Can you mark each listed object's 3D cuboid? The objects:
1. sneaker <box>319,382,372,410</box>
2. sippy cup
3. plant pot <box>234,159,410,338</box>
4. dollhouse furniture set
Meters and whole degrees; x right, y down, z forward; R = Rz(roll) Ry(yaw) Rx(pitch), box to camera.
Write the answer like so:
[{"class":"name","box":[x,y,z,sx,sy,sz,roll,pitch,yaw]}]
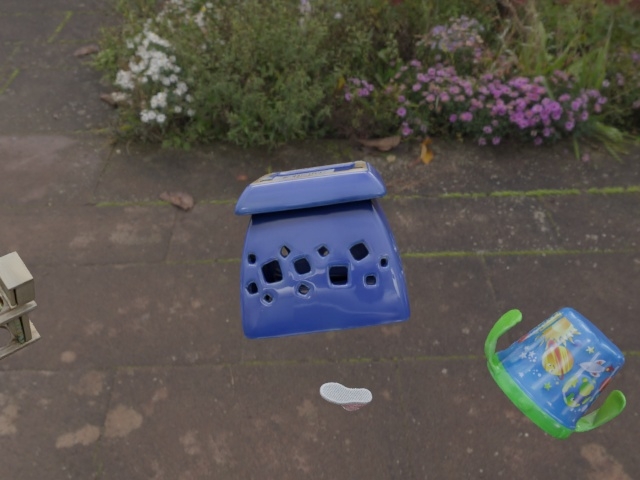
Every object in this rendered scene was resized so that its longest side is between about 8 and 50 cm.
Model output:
[{"class":"sneaker","box":[0.053,0.388,1.445,0.134,0.070,0.051,12,52,-19]},{"class":"sippy cup","box":[0.533,0.278,1.312,0.305,0.224,0.240,25,21,-43]},{"class":"plant pot","box":[0.000,0.000,0.874,0.236,0.212,0.236,-7,12,6]},{"class":"dollhouse furniture set","box":[-0.437,0.050,0.724,0.101,0.182,0.161,-30,74,-34]}]
